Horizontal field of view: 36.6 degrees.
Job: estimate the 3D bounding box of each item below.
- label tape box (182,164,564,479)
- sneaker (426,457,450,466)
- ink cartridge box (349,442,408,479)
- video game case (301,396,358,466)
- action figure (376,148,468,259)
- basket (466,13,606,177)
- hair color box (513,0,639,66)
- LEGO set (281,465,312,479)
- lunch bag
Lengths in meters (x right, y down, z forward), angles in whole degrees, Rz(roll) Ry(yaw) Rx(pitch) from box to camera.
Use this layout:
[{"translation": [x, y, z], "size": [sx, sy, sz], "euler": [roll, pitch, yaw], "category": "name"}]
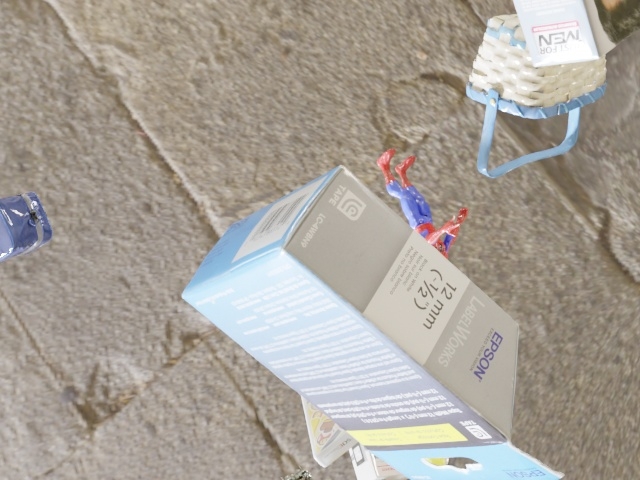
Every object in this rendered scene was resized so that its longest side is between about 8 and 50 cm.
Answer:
[{"translation": [0.060, 0.103, 0.967], "size": [0.347, 0.249, 0.115], "euler": [39, 62, -15], "category": "label tape box"}, {"translation": [0.116, 0.287, 1.411], "size": [0.208, 0.094, 0.082], "euler": [47, 122, 59], "category": "sneaker"}, {"translation": [0.117, 0.415, 1.875], "size": [0.060, 0.104, 0.180], "euler": [-45, 52, 41], "category": "ink cartridge box"}, {"translation": [0.062, 0.155, 1.218], "size": [0.206, 0.227, 0.026], "euler": [-40, 112, 9], "category": "video game case"}, {"translation": [0.203, -0.059, 1.740], "size": [0.139, 0.091, 0.280], "euler": [-40, 54, 36], "category": "action figure"}, {"translation": [0.395, -0.272, 1.759], "size": [0.201, 0.254, 0.289], "euler": [28, 127, 44], "category": "basket"}, {"translation": [0.309, -0.432, 1.224], "size": [0.113, 0.185, 0.375], "euler": [5, 124, 52], "category": "hair color box"}, {"translation": [-0.040, 0.326, 1.316], "size": [0.054, 0.083, 0.023], "euler": [-30, 78, 10], "category": "LEGO set"}, {"translation": [-0.361, -0.017, 1.140], "size": [0.098, 0.065, 0.067], "euler": [-22, 91, 42], "category": "lunch bag"}]
